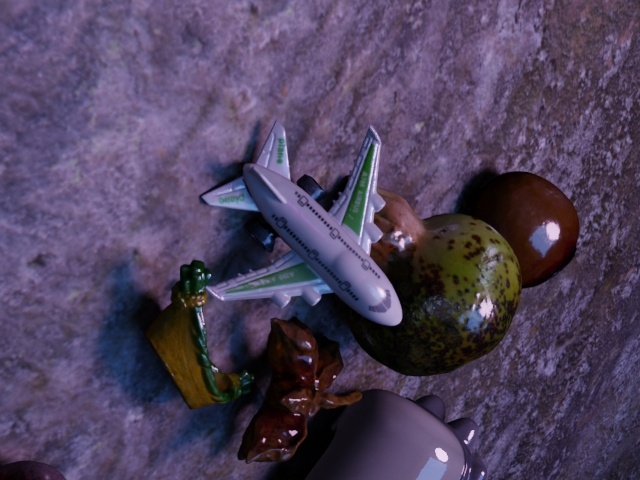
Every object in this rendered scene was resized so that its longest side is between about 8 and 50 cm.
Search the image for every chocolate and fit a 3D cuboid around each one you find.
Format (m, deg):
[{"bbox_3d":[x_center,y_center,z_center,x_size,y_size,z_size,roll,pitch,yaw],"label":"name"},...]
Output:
[{"bbox_3d":[0.293,-0.022,1.220,0.176,0.176,0.177,-23,126,-36],"label":"chocolate"}]

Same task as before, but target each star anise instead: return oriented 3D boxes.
[{"bbox_3d":[-0.032,0.184,0.994,0.212,0.111,0.196,-54,152,-25],"label":"star anise"}]

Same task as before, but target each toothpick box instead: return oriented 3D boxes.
[{"bbox_3d":[0.084,0.351,1.132,0.316,0.229,0.229,-53,138,-12],"label":"toothpick box"}]

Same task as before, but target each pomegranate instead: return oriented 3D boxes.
[{"bbox_3d":[0.117,0.041,1.056,0.222,0.276,0.204,-43,172,-10],"label":"pomegranate"}]

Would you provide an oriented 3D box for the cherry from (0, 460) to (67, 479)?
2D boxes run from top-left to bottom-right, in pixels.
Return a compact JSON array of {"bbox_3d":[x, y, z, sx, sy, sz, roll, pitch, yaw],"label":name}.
[{"bbox_3d":[-0.325,0.286,0.780,0.188,0.115,0.148,-17,161,-31],"label":"cherry"}]

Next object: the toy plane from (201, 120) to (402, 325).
[{"bbox_3d":[-0.001,-0.001,0.913,0.251,0.101,0.255,-45,102,-5],"label":"toy plane"}]

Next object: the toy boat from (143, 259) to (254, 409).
[{"bbox_3d":[-0.130,0.115,0.885,0.088,0.089,0.230,-32,141,-14],"label":"toy boat"}]
